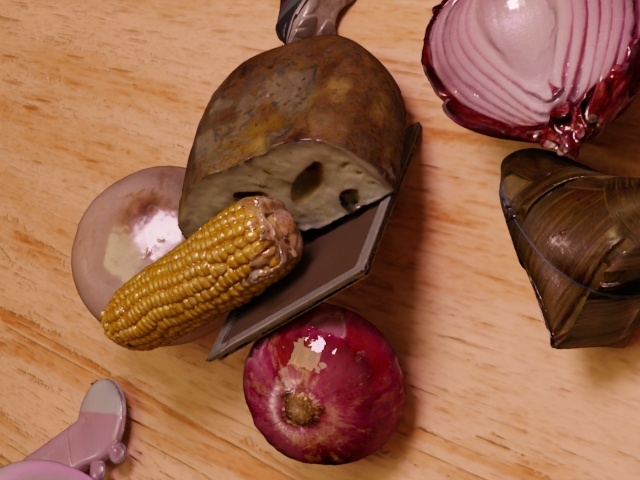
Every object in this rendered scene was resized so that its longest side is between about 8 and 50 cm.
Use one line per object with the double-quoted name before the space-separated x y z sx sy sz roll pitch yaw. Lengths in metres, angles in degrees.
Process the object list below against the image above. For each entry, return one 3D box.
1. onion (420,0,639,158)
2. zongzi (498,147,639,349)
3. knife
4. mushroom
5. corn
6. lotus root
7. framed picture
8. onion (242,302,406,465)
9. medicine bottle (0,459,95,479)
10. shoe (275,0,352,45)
"onion" 0.228 -0.167 1.251 0.227 0.120 0.284 -26 47 21
"zongzi" 0.249 -0.047 1.158 0.242 0.112 0.221 107 151 -46
"knife" -0.383 0.321 1.740 0.398 0.038 0.132 -36 52 32
"mushroom" -0.194 0.019 1.574 0.226 0.178 0.227 0 85 6
"corn" -0.131 0.046 1.383 0.293 0.106 0.106 -33 55 38
"lotus root" -0.032 -0.137 1.431 0.267 0.149 0.260 -24 38 37
"framed picture" 0.000 0.000 1.387 0.231 0.018 0.293 -31 21 33
"onion" 0.006 0.152 1.342 0.177 0.153 0.177 20 118 44
"medicine bottle" -0.391 0.434 1.565 0.302 0.241 0.241 -43 50 37
"shoe" -0.012 -0.308 1.579 0.099 0.071 0.169 38 107 47
